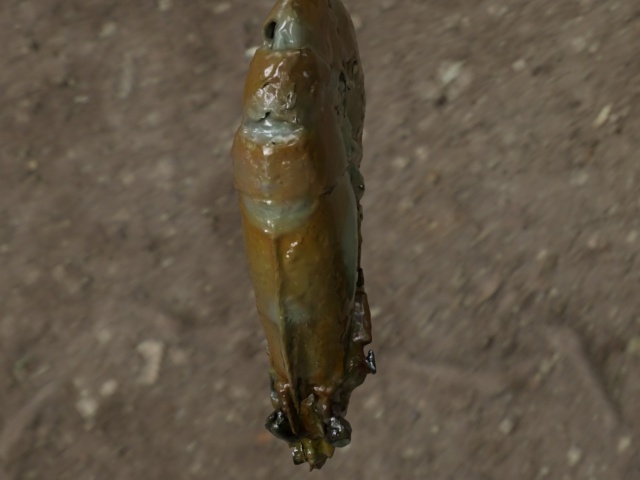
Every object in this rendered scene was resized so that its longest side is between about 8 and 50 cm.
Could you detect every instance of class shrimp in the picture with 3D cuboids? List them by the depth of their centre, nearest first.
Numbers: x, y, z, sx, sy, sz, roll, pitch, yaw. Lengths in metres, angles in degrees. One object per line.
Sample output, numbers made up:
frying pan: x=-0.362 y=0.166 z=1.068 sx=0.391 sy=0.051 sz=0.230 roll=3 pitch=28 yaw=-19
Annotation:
shrimp: x=0.000 y=0.000 z=0.624 sx=0.043 sy=0.091 sz=0.184 roll=6 pitch=108 yaw=18
